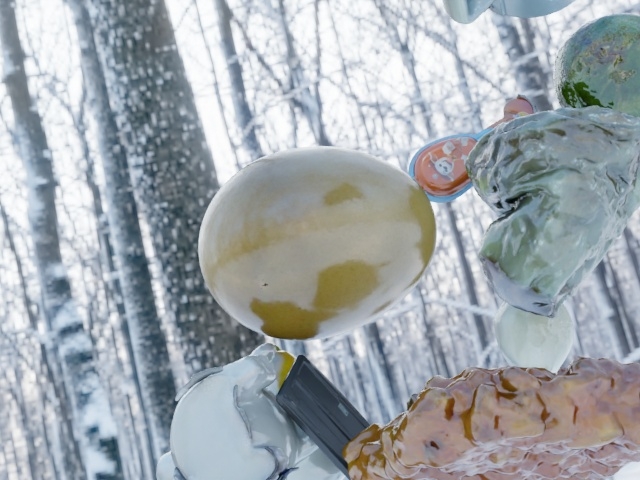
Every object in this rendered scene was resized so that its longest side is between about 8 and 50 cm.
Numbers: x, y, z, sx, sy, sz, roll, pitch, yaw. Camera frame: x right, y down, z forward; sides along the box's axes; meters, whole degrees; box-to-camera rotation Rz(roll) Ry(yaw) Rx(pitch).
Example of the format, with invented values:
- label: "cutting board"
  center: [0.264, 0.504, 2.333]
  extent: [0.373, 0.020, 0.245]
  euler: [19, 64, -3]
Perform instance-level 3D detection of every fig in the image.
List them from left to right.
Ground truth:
- label: "fig"
  center: [0.473, -0.270, 1.645]
  extent: [0.203, 0.203, 0.235]
  euler: [-13, 3, -1]

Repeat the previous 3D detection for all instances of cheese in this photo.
- label: "cheese"
  center: [0.251, -0.147, 1.617]
  extent: [0.256, 0.106, 0.037]
  euler: [-32, -16, -2]

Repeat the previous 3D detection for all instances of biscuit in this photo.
- label: "biscuit"
  center: [0.204, 0.221, 1.094]
  extent: [0.318, 0.111, 0.312]
  euler: [4, -29, -16]

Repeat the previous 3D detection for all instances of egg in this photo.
- label: "egg"
  center: [0.000, 0.000, 1.292]
  extent: [0.322, 0.250, 0.250]
  euler: [-14, -12, -19]

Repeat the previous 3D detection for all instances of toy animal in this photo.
- label: "toy animal"
  center: [-0.069, 0.275, 1.272]
  extent: [0.247, 0.182, 0.310]
  euler: [-55, -25, -4]

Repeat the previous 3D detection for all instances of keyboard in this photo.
- label: "keyboard"
  center: [0.018, 0.219, 1.193]
  extent: [0.041, 0.381, 0.103]
  euler: [-27, 17, 29]

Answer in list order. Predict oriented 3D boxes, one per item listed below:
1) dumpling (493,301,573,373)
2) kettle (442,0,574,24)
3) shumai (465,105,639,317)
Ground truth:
- label: "dumpling"
  center: [0.349, 0.148, 1.613]
  extent: [0.126, 0.216, 0.166]
  euler: [-32, -16, 8]
- label: "kettle"
  center: [0.195, -0.329, 1.046]
  extent: [0.211, 0.160, 0.243]
  euler: [-52, -18, 7]
- label: "shumai"
  center: [0.355, -0.025, 1.413]
  extent: [0.304, 0.264, 0.309]
  euler: [-1, -16, 22]
